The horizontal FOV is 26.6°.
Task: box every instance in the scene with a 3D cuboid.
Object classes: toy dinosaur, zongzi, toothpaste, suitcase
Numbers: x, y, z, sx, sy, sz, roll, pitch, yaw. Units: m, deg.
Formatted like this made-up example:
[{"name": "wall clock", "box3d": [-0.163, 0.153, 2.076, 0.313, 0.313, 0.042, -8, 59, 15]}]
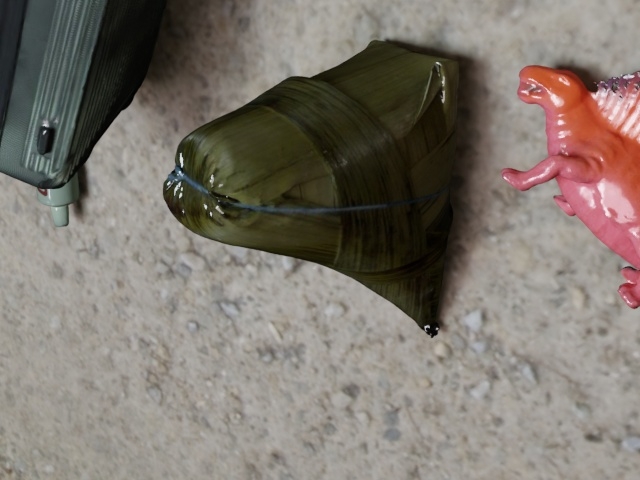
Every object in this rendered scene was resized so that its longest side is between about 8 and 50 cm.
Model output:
[{"name": "toy dinosaur", "box3d": [0.239, -0.018, 0.861, 0.286, 0.070, 0.139, 48, 112, 5]}, {"name": "zongzi", "box3d": [0.000, 0.000, 0.941, 0.112, 0.221, 0.242, 30, 133, 42]}, {"name": "toothpaste", "box3d": [-0.240, -0.118, 1.194, 0.060, 0.038, 0.233, 15, 120, 30]}, {"name": "suitcase", "box3d": [-0.182, -0.203, 0.981, 0.128, 0.202, 0.312, 24, 131, 2]}]
